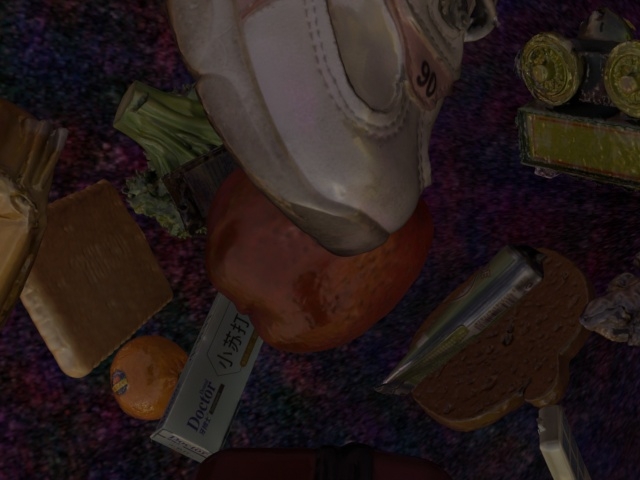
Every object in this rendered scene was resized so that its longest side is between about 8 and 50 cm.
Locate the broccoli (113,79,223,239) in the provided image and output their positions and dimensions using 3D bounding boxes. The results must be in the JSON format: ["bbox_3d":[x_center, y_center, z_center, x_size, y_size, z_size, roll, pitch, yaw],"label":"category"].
[{"bbox_3d":[-0.182,-0.145,1.524,0.259,0.235,0.288,12,61,-5],"label":"broccoli"}]

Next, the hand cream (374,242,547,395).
[{"bbox_3d":[0.157,0.090,1.106,0.235,0.086,0.055,-46,60,12],"label":"hand cream"}]

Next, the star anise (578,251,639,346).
[{"bbox_3d":[0.450,0.072,1.286,0.236,0.229,0.093,-18,118,12],"label":"star anise"}]

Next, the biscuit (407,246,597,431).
[{"bbox_3d":[0.344,0.192,1.850,0.394,0.070,0.350,-38,38,5],"label":"biscuit"}]

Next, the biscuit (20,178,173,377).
[{"bbox_3d":[-0.234,0.031,1.014,0.030,0.250,0.160,-26,99,18],"label":"biscuit"}]

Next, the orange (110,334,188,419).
[{"bbox_3d":[-0.353,0.285,2.077,0.155,0.177,0.178,-38,78,33],"label":"orange"}]

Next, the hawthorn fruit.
[{"bbox_3d":[0.000,0.000,0.818,0.189,0.189,0.189,1,93,24],"label":"hawthorn fruit"}]

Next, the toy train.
[{"bbox_3d":[0.334,-0.156,1.101,0.261,0.134,0.178,20,129,50],"label":"toy train"}]

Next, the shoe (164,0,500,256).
[{"bbox_3d":[0.031,-0.172,0.558,0.198,0.172,0.351,-16,68,20],"label":"shoe"}]

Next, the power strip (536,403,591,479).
[{"bbox_3d":[0.342,0.316,1.381,0.035,0.081,0.192,-16,120,21],"label":"power strip"}]

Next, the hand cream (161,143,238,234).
[{"bbox_3d":[-0.069,-0.068,0.936,0.039,0.163,0.062,16,131,62],"label":"hand cream"}]

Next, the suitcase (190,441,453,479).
[{"bbox_3d":[-0.008,0.280,0.546,0.161,0.236,0.297,4,119,2],"label":"suitcase"}]

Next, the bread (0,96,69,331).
[{"bbox_3d":[-0.289,-0.007,0.762,0.136,0.107,0.241,19,130,-20],"label":"bread"}]

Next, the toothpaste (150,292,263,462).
[{"bbox_3d":[-0.124,0.141,1.335,0.089,0.313,0.071,30,148,-13],"label":"toothpaste"}]
